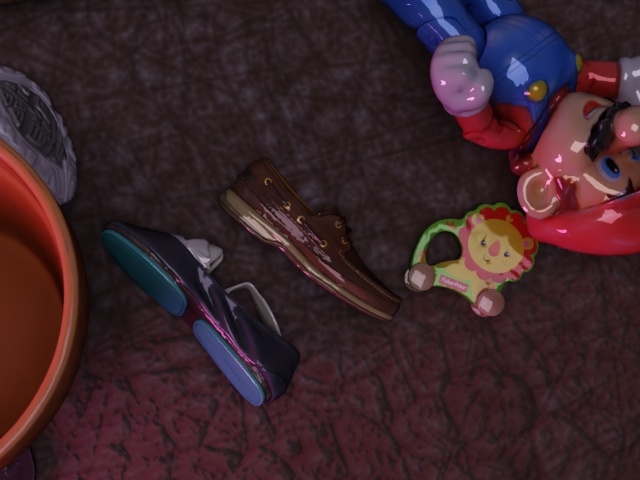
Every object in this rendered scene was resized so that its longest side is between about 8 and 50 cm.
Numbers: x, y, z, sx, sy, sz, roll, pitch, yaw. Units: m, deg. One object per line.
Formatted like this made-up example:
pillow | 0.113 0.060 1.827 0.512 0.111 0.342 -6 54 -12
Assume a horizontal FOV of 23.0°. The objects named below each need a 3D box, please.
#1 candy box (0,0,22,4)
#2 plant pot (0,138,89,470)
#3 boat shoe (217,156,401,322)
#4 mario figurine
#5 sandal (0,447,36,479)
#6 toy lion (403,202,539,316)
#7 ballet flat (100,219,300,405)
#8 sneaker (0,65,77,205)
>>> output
candy box | -0.211 -0.362 1.271 0.183 0.087 0.316 -9 92 -3
plant pot | -0.308 0.062 1.203 0.291 0.203 0.290 -1 79 4
boat shoe | 0.000 0.000 1.306 0.178 0.064 0.060 38 92 -1
mario figurine | 0.191 -0.133 1.261 0.198 0.170 0.320 -37 92 -3
sandal | -0.299 0.141 1.307 0.067 0.040 0.179 -30 93 -3
toy lion | 0.131 0.011 1.332 0.100 0.034 0.096 20 84 -3
ballet flat | -0.093 0.047 1.307 0.074 0.074 0.203 -44 87 -1
sneaker | -0.303 -0.101 1.288 0.115 0.090 0.232 -38 105 28
